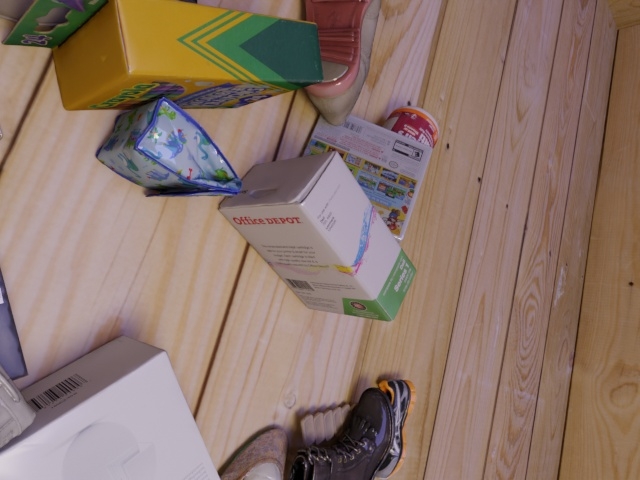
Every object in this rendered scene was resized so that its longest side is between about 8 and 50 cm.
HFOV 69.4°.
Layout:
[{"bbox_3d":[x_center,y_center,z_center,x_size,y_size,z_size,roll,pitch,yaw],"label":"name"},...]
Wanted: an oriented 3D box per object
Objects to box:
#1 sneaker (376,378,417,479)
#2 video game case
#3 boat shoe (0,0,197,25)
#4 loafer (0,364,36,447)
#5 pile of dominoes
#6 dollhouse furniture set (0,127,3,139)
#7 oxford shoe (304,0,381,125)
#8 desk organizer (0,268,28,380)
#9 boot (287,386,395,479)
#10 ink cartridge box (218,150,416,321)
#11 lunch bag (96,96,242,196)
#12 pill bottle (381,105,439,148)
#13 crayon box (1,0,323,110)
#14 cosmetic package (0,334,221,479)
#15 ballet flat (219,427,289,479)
[{"bbox_3d":[0.144,0.408,1.017,0.083,0.084,0.214,26,68,-30],"label":"sneaker"},{"bbox_3d":[0.076,-0.128,0.866,0.227,0.026,0.206,22,72,-1],"label":"video game case"},{"bbox_3d":[-0.288,-0.313,0.534,0.335,0.112,0.095,-17,86,-55],"label":"boat shoe"},{"bbox_3d":[-0.381,0.061,0.421,0.111,0.112,0.319,-28,90,-56],"label":"loafer"},{"bbox_3d":[0.017,0.429,0.931,0.251,0.040,0.195,12,82,-53],"label":"pile of dominoes"},{"bbox_3d":[-0.388,-0.169,0.476,0.076,0.059,0.151,-21,106,-42],"label":"dollhouse furniture set"},{"bbox_3d":[0.042,-0.404,0.876,0.146,0.141,0.396,66,37,-65],"label":"oxford shoe"},{"bbox_3d":[-0.369,0.092,0.508,0.047,0.050,0.130,-17,103,-43],"label":"desk organizer"},{"bbox_3d":[0.036,0.394,0.845,0.229,0.091,0.262,32,69,-49],"label":"boot"},{"bbox_3d":[0.000,0.000,0.766,0.278,0.202,0.117,52,57,-32],"label":"ink cartridge box"},{"bbox_3d":[-0.197,-0.103,0.619,0.151,0.129,0.096,35,69,-42],"label":"lunch bag"},{"bbox_3d":[0.156,-0.171,0.973,0.121,0.121,0.221,51,57,-33],"label":"pill bottle"},{"bbox_3d":[-0.182,-0.220,0.579,0.323,0.203,0.083,-15,102,-43],"label":"crayon box"},{"bbox_3d":[-0.270,0.273,0.552,0.224,0.138,0.224,-30,111,-40],"label":"cosmetic package"},{"bbox_3d":[-0.133,0.430,0.715,0.316,0.106,0.107,-39,117,-37],"label":"ballet flat"}]
